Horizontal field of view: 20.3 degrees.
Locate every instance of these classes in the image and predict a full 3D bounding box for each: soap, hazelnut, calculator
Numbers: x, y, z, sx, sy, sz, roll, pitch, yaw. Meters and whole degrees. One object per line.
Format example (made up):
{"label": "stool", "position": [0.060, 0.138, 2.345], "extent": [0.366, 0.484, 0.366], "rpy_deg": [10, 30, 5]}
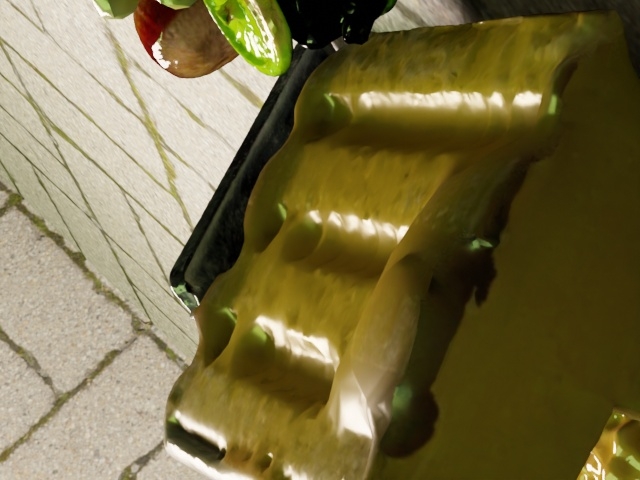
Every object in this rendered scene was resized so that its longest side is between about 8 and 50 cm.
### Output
{"label": "soap", "position": [0.050, 0.026, 0.871], "extent": [0.143, 0.259, 0.281], "rpy_deg": [30, 173, -25]}
{"label": "hazelnut", "position": [-0.088, -0.155, 1.245], "extent": [0.086, 0.086, 0.086], "rpy_deg": [44, 167, 13]}
{"label": "calculator", "position": [0.000, 0.000, 1.097], "extent": [0.021, 0.262, 0.161], "rpy_deg": [-22, 116, 35]}

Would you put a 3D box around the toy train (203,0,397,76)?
{"label": "toy train", "position": [-0.073, -0.205, 0.994], "extent": [0.296, 0.100, 0.161], "rpy_deg": [37, 156, 42]}

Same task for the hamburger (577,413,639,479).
{"label": "hamburger", "position": [0.172, 0.100, 0.993], "extent": [0.237, 0.149, 0.237], "rpy_deg": [43, 166, 13]}

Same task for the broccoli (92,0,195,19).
{"label": "broccoli", "position": [-0.159, -0.227, 0.668], "extent": [0.293, 0.281, 0.348], "rpy_deg": [-23, 96, 43]}
